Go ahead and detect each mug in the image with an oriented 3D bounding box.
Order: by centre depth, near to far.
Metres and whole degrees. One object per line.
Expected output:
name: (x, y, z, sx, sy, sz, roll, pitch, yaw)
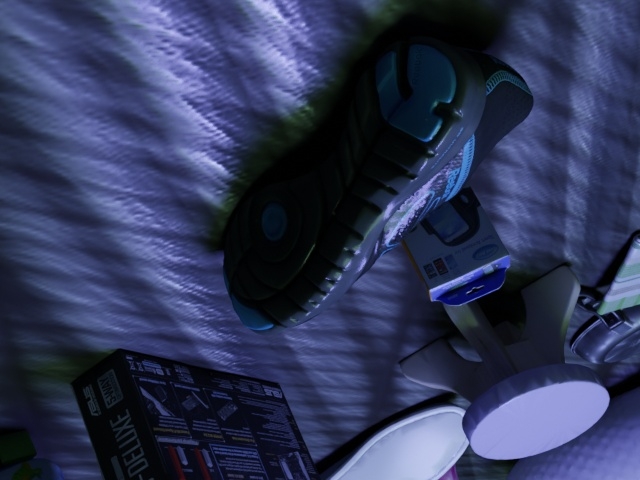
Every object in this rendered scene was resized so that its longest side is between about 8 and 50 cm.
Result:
mug: (0.517, 0.425, 2.129, 0.328, 0.276, 0.374, -29, -176, 19)

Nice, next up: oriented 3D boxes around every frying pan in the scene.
frying pan: (0.453, 0.104, 1.695, 0.197, 0.053, 0.326, -27, 156, 0)

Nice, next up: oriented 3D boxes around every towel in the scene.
towel: (0.429, 0.034, 1.551, 0.113, 0.023, 0.152, -11, 143, -22)

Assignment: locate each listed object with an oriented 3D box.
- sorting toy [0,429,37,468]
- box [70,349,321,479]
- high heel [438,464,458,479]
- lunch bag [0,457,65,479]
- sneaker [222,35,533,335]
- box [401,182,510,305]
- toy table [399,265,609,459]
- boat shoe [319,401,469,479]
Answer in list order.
sorting toy: (-0.449, 0.267, 1.207, 0.348, 0.047, 0.196, -9, 142, -35)
box: (-0.104, 0.256, 1.266, 0.076, 0.242, 0.307, -35, 153, 19)
high heel: (0.095, 0.358, 1.840, 0.244, 0.082, 0.117, -12, 121, 3)
lunch bag: (-0.325, 0.348, 1.240, 0.176, 0.090, 0.219, -19, 125, -16)
sneaker: (0.044, -0.029, 1.009, 0.140, 0.125, 0.341, -3, 148, -46)
box: (0.117, -0.006, 1.096, 0.081, 0.136, 0.028, -24, 148, -3)
toy table: (0.239, 0.161, 1.482, 0.252, 0.161, 0.274, -27, 153, 4)
boat shoe: (0.084, 0.332, 1.768, 0.319, 0.116, 0.099, -38, -165, 10)
